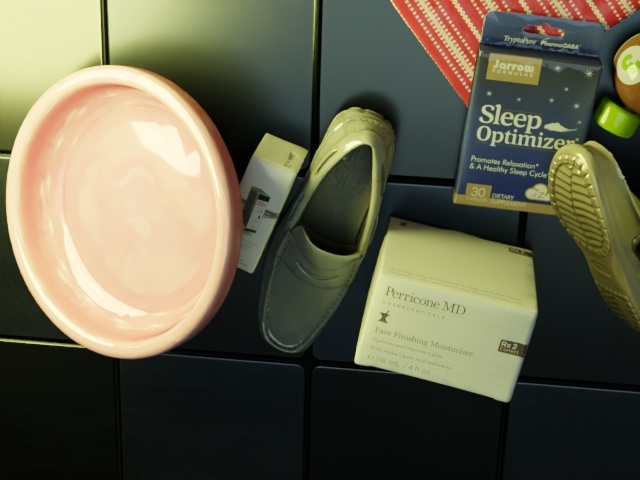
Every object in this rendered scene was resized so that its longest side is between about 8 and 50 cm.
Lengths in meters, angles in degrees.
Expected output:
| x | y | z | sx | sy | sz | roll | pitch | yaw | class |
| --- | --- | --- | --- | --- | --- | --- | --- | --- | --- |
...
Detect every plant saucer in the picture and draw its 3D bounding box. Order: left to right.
| x | y | z | sx | sy | sz | roll | pitch | yaw | class |
| --- | --- | --- | --- | --- | --- | --- | --- | --- | --- |
| -0.215 | -0.034 | 1.419 | 0.332 | 0.084 | 0.332 | 6 | 100 | 32 | plant saucer |

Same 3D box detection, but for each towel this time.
| x | y | z | sx | sy | sz | roll | pitch | yaw | class |
| --- | --- | --- | --- | --- | --- | --- | --- | --- | --- |
| 0.227 | -0.287 | 1.348 | 0.274 | 0.031 | 0.199 | -33 | 106 | 20 | towel |

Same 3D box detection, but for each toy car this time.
| x | y | z | sx | sy | sz | roll | pitch | yaw | class |
| --- | --- | --- | --- | --- | --- | --- | --- | --- | --- |
| 0.383 | -0.147 | 1.295 | 0.148 | 0.188 | 0.155 | 26 | 112 | -3 | toy car |

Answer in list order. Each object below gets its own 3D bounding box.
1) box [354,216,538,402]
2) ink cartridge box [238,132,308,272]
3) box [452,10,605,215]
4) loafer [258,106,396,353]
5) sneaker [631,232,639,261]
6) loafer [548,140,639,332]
| x | y | z | sx | sy | sz | roll | pitch | yaw | class |
| --- | --- | --- | --- | --- | --- | --- | --- | --- | --- |
| 0.145 | 0.073 | 1.416 | 0.180 | 0.182 | 0.119 | 14 | 113 | 2 | box |
| -0.071 | -0.045 | 1.442 | 0.056 | 0.099 | 0.135 | 24 | 111 | -2 | ink cartridge box |
| 0.231 | -0.138 | 1.384 | 0.136 | 0.036 | 0.225 | 7 | 118 | 1 | box |
| 0.000 | 0.000 | 1.442 | 0.112 | 0.111 | 0.320 | 17 | 113 | -3 | loafer |
| 0.462 | -0.059 | 1.206 | 0.169 | 0.257 | 0.448 | 45 | 145 | 28 | sneaker |
| 0.338 | -0.015 | 1.395 | 0.092 | 0.102 | 0.269 | -38 | 126 | -12 | loafer |
